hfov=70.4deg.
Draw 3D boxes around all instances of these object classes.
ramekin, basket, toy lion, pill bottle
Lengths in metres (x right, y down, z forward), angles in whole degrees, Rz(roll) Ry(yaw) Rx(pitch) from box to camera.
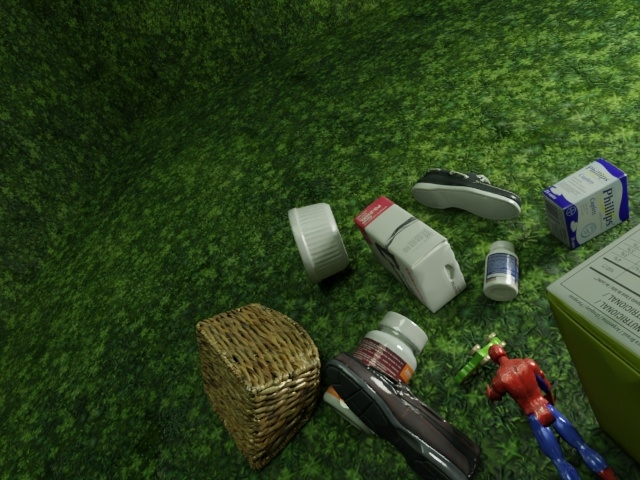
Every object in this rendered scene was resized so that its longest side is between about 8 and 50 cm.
[{"bbox_3d":[0.000,0.000,1.194,0.108,0.207,0.207,-19,40,3],"label":"ramekin"},{"bbox_3d":[-0.133,0.312,1.049,0.213,0.223,0.299,-16,28,-32],"label":"basket"},{"bbox_3d":[0.291,0.227,0.847,0.100,0.096,0.034,-17,51,-42],"label":"toy lion"},{"bbox_3d":[0.114,0.259,0.902,0.121,0.121,0.221,19,63,45],"label":"pill bottle"},{"bbox_3d":[0.382,0.062,0.956,0.067,0.067,0.120,-6,47,31],"label":"pill bottle"}]

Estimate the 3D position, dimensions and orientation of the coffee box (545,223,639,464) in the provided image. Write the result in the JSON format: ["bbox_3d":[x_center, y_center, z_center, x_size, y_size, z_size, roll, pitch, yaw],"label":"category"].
[{"bbox_3d":[0.532,0.153,0.495,0.334,0.338,0.338,-35,28,1],"label":"coffee box"}]

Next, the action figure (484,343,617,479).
[{"bbox_3d":[0.359,0.297,0.728,0.091,0.139,0.281,-30,61,1],"label":"action figure"}]

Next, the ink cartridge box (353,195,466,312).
[{"bbox_3d":[0.201,0.027,1.037,0.100,0.172,0.237,-39,39,-4],"label":"ink cartridge box"}]

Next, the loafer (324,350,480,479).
[{"bbox_3d":[0.140,0.296,0.780,0.302,0.109,0.095,43,55,11],"label":"loafer"}]

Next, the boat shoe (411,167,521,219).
[{"bbox_3d":[0.363,-0.128,1.128,0.302,0.114,0.091,21,70,45],"label":"boat shoe"}]

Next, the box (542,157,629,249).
[{"bbox_3d":[0.545,-0.073,0.930,0.137,0.126,0.072,-31,37,5],"label":"box"}]
